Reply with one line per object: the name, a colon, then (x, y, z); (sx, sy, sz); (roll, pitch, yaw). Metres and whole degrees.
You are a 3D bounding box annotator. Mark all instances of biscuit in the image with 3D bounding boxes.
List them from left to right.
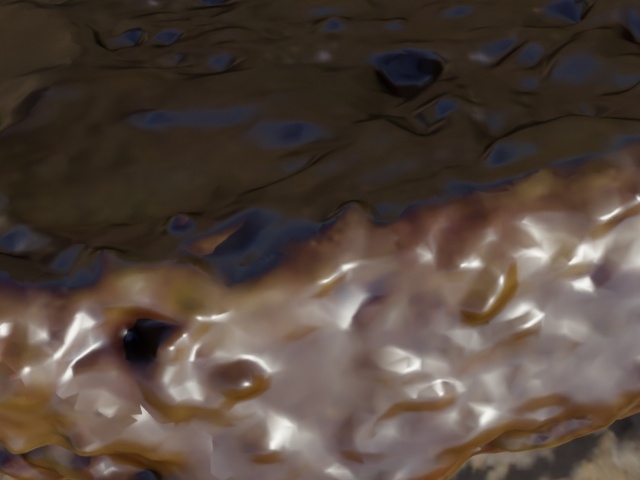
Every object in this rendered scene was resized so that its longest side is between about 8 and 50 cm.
biscuit: (0.017, -0.026, 0.811); (0.395, 0.342, 0.166); (-11, 122, 0)
